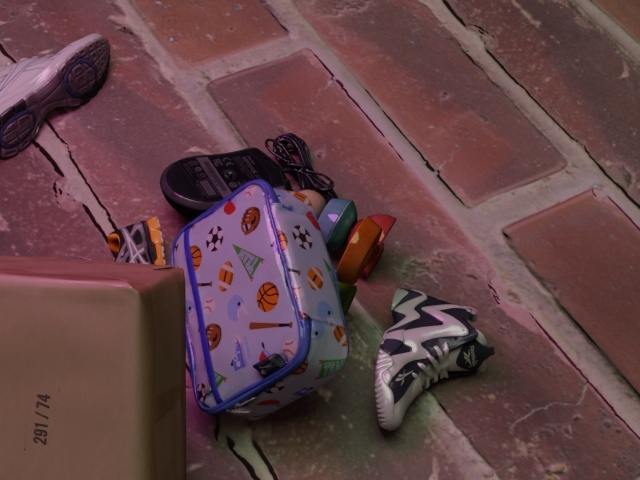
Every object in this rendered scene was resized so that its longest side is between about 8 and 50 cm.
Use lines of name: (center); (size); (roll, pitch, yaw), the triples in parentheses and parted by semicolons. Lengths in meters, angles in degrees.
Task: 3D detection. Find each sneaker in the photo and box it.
sneaker: (-0.468, -0.261, 2.104); (0.129, 0.111, 0.297); (30, 53, 27)
sneaker: (-0.261, 0.056, 1.872); (0.083, 0.084, 0.215); (-9, 42, -7)
sneaker: (0.162, 0.169, 1.790); (0.153, 0.094, 0.235); (5, 39, 12)

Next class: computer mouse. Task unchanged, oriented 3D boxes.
computer mouse: (-0.122, -0.076, 2.000); (0.272, 0.072, 0.188); (-9, 48, -27)

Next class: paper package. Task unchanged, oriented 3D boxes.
paper package: (-0.326, 0.190, 1.559); (0.309, 0.325, 0.168); (3, 8, 13)

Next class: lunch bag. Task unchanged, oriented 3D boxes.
lunch bag: (-0.094, 0.090, 1.740); (0.115, 0.243, 0.303); (18, 52, -45)

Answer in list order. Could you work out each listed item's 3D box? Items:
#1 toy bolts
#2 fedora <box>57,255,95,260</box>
toy bolts: (0.000, 0.000, 1.856); (0.158, 0.218, 0.228); (27, 43, 7)
fedora: (-0.314, 0.145, 1.705); (0.244, 0.275, 0.124); (36, 13, 3)
